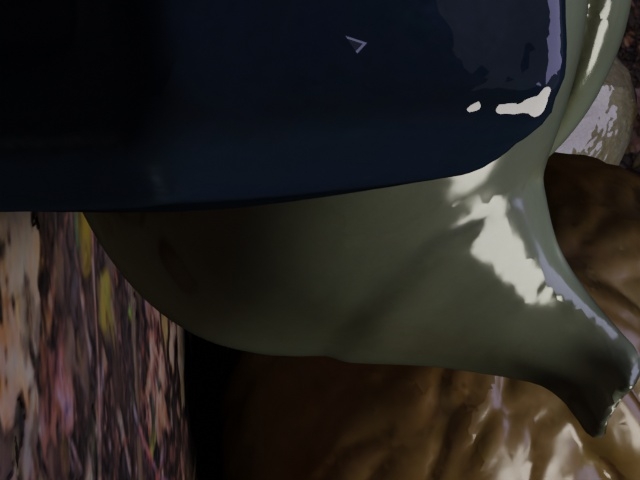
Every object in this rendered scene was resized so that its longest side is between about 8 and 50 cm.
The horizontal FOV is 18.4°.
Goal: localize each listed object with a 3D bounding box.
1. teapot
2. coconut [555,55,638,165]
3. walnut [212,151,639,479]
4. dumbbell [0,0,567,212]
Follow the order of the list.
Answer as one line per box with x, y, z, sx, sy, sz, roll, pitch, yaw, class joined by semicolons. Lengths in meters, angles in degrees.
-0.019;-0.076;0.601;0.318;0.149;0.220;24;-65;61;teapot
0.081;-0.075;1.335;0.237;0.266;0.237;-4;90;-79;coconut
0.080;0.086;1.017;0.313;0.277;0.252;107;-30;-65;walnut
-0.034;-0.167;0.362;0.160;0.144;0.325;-91;177;-84;dumbbell
